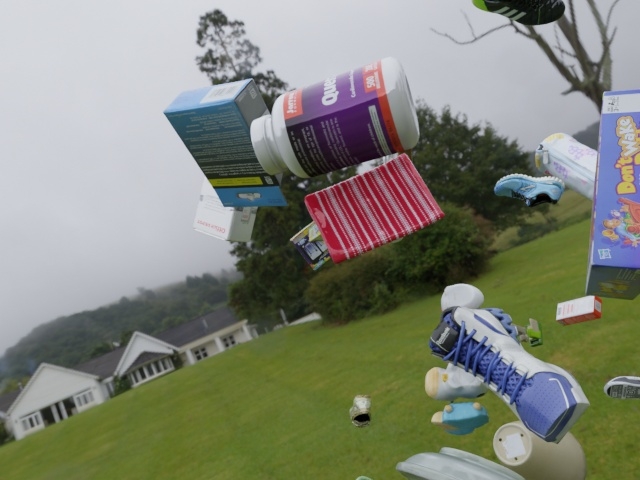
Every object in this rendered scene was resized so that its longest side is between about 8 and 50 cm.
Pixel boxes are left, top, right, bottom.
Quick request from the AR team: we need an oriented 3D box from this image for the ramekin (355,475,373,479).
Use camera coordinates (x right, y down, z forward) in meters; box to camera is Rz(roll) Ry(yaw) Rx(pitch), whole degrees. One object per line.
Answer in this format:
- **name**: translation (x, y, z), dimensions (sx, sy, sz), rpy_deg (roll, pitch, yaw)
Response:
- **ramekin**: translation (0.163, 0.924, 1.473), dimensions (0.148, 0.303, 0.303), rpy_deg (-44, -12, 6)

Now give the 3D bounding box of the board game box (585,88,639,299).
- **board game box**: translation (0.466, -0.044, 0.727), dimensions (0.078, 0.234, 0.347), rpy_deg (5, -10, 29)

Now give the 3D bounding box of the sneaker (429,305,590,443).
- **sneaker**: translation (0.301, 0.219, 0.854), dimensions (0.182, 0.316, 0.128), rpy_deg (15, -70, -19)

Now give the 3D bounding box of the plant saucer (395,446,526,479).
- **plant saucer**: translation (0.392, 0.607, 1.168), dimensions (0.101, 0.400, 0.400), rpy_deg (-65, 8, -25)

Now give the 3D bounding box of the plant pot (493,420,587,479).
- **plant pot**: translation (0.702, 0.708, 1.563), dimensions (0.256, 0.257, 0.274), rpy_deg (-32, -49, 30)

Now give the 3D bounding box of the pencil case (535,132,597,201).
- **pencil case**: translation (0.654, -0.170, 1.152), dimensions (0.124, 0.273, 0.113), rpy_deg (29, -71, -33)

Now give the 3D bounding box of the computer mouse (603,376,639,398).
- **computer mouse**: translation (0.882, 0.399, 1.283), dimensions (0.192, 0.106, 0.042), rpy_deg (-1, 35, 20)

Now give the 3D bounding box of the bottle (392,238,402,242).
- **bottle**: translation (0.213, -0.099, 1.434), dimensions (0.118, 0.092, 0.283), rpy_deg (-44, -34, -16)

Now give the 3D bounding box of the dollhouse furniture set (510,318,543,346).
- **dollhouse furniture set**: translation (0.507, 0.226, 1.206), dimensions (0.151, 0.059, 0.076), rpy_deg (18, -33, -21)

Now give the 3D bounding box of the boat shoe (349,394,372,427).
- **boat shoe**: translation (0.103, 0.440, 1.176), dimensions (0.056, 0.048, 0.153), rpy_deg (2, -43, -3)

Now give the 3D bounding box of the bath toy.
- **bath toy**: translation (0.334, 0.273, 1.132), dimensions (0.151, 0.349, 0.129), rpy_deg (-8, -39, 27)

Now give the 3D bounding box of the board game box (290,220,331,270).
- **board game box**: translation (0.000, 0.000, 1.674), dimensions (0.170, 0.141, 0.048), rpy_deg (-38, 7, -1)

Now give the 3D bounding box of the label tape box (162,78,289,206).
- **label tape box**: translation (-0.227, -0.248, 1.270), dimensions (0.240, 0.334, 0.106), rpy_deg (2, 48, 29)

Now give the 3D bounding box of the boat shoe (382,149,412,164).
- **boat shoe**: translation (0.268, -0.301, 1.678), dimensions (0.098, 0.096, 0.277), rpy_deg (-21, -49, -35)

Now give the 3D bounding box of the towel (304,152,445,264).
- **towel**: translation (0.117, -0.078, 1.081), dimensions (0.274, 0.199, 0.031), rpy_deg (-23, -27, -1)

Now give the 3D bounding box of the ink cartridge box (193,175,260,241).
- **ink cartridge box**: translation (-0.337, -0.152, 1.727), dimensions (0.207, 0.283, 0.117), rpy_deg (17, 6, 36)

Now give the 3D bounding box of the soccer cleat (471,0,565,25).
- **soccer cleat**: translation (0.375, -0.457, 0.897), dimensions (0.072, 0.178, 0.060), rpy_deg (-16, -56, -71)

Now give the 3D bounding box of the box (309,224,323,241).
- **box**: translation (0.033, -0.026, 1.347), dimensions (0.105, 0.043, 0.179), rpy_deg (1, -12, -17)

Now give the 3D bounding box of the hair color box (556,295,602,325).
- **hair color box**: translation (0.885, 0.240, 1.609), dimensions (0.141, 0.043, 0.072), rpy_deg (-34, 27, 56)

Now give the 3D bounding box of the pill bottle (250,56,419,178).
- **pill bottle**: translation (0.028, -0.236, 0.958), dimensions (0.322, 0.182, 0.181), rpy_deg (-14, -6, 17)

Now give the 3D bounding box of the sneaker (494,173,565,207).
- **sneaker**: translation (0.509, -0.119, 1.159), dimensions (0.162, 0.073, 0.063), rpy_deg (6, -26, 36)
